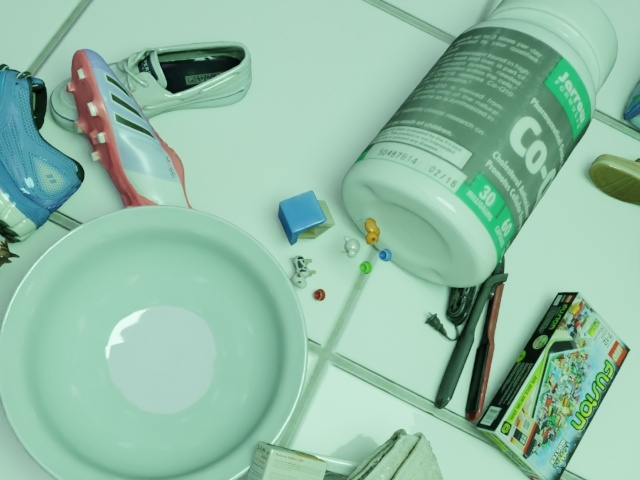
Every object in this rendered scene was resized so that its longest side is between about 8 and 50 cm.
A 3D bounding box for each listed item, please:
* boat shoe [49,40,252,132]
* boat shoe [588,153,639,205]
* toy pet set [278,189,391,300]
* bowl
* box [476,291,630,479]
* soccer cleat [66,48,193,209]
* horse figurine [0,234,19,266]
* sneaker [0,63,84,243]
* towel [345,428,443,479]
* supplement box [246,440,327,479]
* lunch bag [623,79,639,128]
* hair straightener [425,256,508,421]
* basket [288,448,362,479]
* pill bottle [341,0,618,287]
[{"bbox_3d":[-0.212,-0.205,0.825,0.258,0.084,0.095,-19,76,-15],"label":"boat shoe"},{"bbox_3d":[0.450,-0.085,0.914,0.170,0.063,0.059,23,67,-12],"label":"boat shoe"},{"bbox_3d":[0.000,0.000,0.772,0.065,0.122,0.114,1,60,-53],"label":"toy pet set"},{"bbox_3d":[-0.169,0.122,0.700,0.297,0.134,0.298,3,71,-9],"label":"bowl"},{"bbox_3d":[0.284,0.176,0.793,0.114,0.036,0.207,44,70,-15],"label":"box"},{"bbox_3d":[-0.216,-0.108,0.777,0.095,0.083,0.248,-26,96,-34],"label":"soccer cleat"},{"bbox_3d":[-0.465,-0.012,0.672,0.263,0.066,0.174,-22,104,-4],"label":"horse figurine"},{"bbox_3d":[-0.406,-0.156,0.771,0.147,0.130,0.330,-41,89,-29],"label":"sneaker"},{"bbox_3d":[0.087,0.345,0.636,0.187,0.049,0.282,-34,106,-41],"label":"towel"},{"bbox_3d":[-0.040,0.244,0.609,0.062,0.036,0.098,24,76,-24],"label":"supplement box"},{"bbox_3d":[0.534,-0.256,0.919,0.090,0.176,0.219,38,71,4],"label":"lunch bag"},{"bbox_3d":[0.178,0.097,0.810,0.089,0.047,0.230,19,76,-2],"label":"hair straightener"},{"bbox_3d":[-0.012,0.310,0.682,0.113,0.103,0.167,13,71,-5],"label":"basket"},{"bbox_3d":[0.204,-0.137,0.810,0.204,0.204,0.361,37,71,3],"label":"pill bottle"}]
